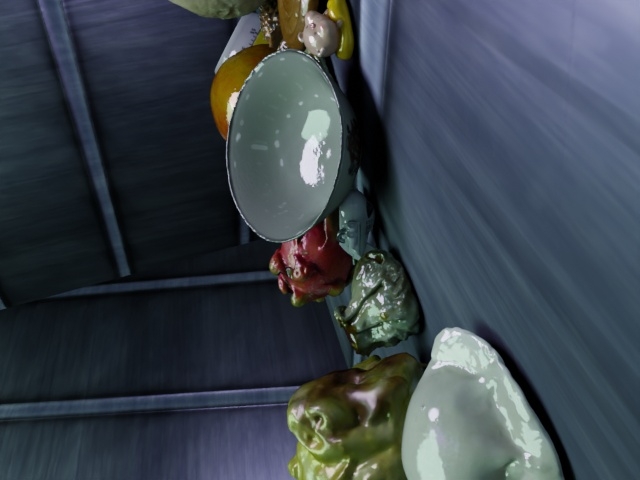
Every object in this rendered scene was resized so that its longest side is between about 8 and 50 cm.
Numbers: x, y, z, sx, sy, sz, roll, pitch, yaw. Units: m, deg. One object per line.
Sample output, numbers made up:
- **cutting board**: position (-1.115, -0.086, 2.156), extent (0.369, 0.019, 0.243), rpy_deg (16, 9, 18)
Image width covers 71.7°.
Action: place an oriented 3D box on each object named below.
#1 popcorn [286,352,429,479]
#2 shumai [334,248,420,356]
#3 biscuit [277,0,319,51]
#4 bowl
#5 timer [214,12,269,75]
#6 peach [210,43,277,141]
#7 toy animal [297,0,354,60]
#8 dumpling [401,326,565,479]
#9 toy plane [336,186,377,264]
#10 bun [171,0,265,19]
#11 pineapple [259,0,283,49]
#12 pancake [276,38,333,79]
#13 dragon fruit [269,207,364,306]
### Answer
- **popcorn**: position (0.097, 0.353, 0.722), extent (0.312, 0.311, 0.313), rpy_deg (165, 90, -85)
- **shumai**: position (0.088, 0.114, 0.816), extent (0.184, 0.141, 0.184), rpy_deg (162, 90, -83)
- **biscuit**: position (-0.046, -0.478, 0.794), extent (0.262, 0.037, 0.262), rpy_deg (175, 90, -76)
- **bowl**: position (-0.027, -0.167, 0.837), extent (0.337, 0.157, 0.338), rpy_deg (4, 96, 47)
- **timer**: position (-0.186, -0.579, 1.475), extent (0.285, 0.284, 0.286), rpy_deg (165, 90, -85)
- **peach**: position (-0.132, -0.340, 1.156), extent (0.333, 0.307, 0.308), rpy_deg (59, 169, 26)
- **toy animal**: position (0.004, -0.341, 0.709), extent (0.091, 0.081, 0.114), rpy_deg (82, 172, -47)
- **dumpling**: position (0.173, 0.224, 0.467), extent (0.179, 0.131, 0.253), rpy_deg (172, 104, -66)
- **toy plane**: position (0.074, -0.030, 0.901), extent (0.174, 0.080, 0.174), rpy_deg (-1, -90, -82)
- **bun**: position (-0.219, -0.649, 0.934), extent (0.353, 0.348, 0.227), rpy_deg (54, -166, 1)
- **pineapple**: position (-0.112, -0.590, 1.073), extent (0.130, 0.118, 0.278), rpy_deg (33, -142, -68)
- **pancake**: position (-0.034, -0.291, 0.956), extent (0.054, 0.197, 0.377), rpy_deg (-18, -61, -55)
- **dragon fruit**: position (-0.014, 0.005, 1.124), extent (0.227, 0.243, 0.308), rpy_deg (-23, -85, -56)
